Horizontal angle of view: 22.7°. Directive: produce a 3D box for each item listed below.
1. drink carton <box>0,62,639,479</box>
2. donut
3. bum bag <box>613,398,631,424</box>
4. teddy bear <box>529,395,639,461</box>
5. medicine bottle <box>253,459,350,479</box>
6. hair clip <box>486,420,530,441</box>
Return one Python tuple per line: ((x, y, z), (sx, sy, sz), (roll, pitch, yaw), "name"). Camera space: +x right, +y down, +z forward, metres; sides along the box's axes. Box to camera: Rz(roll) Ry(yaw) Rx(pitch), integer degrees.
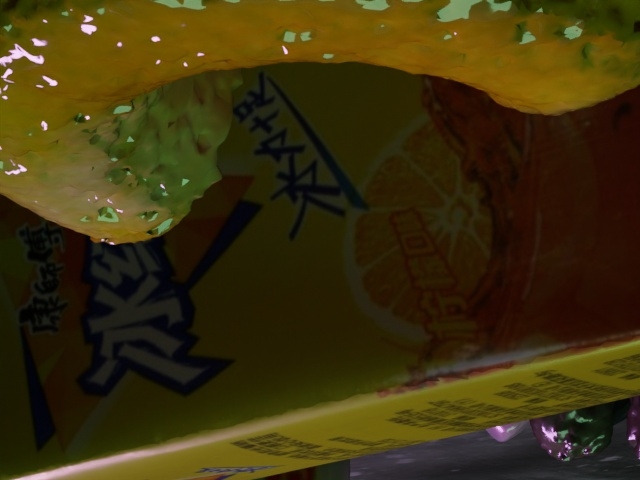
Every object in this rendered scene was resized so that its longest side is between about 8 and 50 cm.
((0.000, 0.000, 0.576), (0.351, 0.154, 0.111), (-17, 162, 31), "drink carton")
((-0.037, -0.078, 0.420), (0.259, 0.101, 0.152), (-15, 157, 40), "donut")
((0.207, 0.053, 0.942), (0.198, 0.049, 0.087), (-41, 179, 0), "bum bag")
((0.112, 0.038, 0.825), (0.190, 0.177, 0.140), (-7, 120, -1), "teddy bear")
((-0.191, 0.111, 0.779), (0.388, 0.219, 0.219), (8, 159, -41), "medicine bottle")
((0.152, 0.076, 1.047), (0.146, 0.075, 0.257), (-43, 156, 4), "hair clip")
